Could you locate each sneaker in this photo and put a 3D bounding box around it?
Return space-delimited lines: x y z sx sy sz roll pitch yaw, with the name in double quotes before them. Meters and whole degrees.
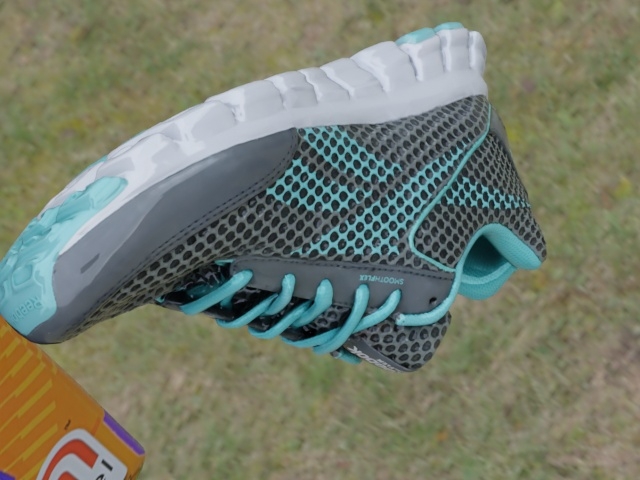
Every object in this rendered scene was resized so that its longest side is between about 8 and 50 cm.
"sneaker" 0.000 0.000 0.405 0.065 0.166 0.076 -33 83 46

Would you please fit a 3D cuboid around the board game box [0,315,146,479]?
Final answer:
"board game box" -0.320 0.107 0.429 0.356 0.356 0.356 16 71 21
